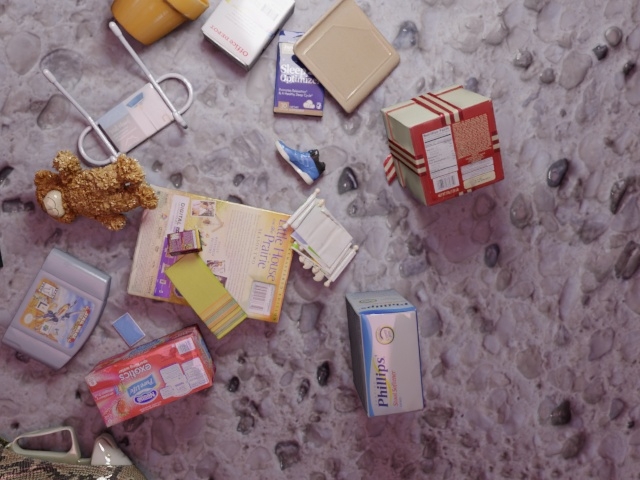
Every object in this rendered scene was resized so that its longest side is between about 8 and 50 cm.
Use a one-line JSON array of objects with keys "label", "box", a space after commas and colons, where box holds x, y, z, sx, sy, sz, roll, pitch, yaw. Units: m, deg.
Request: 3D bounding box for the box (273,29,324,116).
[{"label": "box", "box": [-0.054, -0.455, 1.646, 0.136, 0.036, 0.225, 3, 94, -6]}]

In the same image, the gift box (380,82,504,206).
[{"label": "gift box", "box": [0.307, -0.239, 1.595, 0.255, 0.258, 0.276, -15, 116, -6]}]

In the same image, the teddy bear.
[{"label": "teddy bear", "box": [-0.578, -0.119, 1.537, 0.337, 0.245, 0.113, 4, 52, 1]}]

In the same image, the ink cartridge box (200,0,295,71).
[{"label": "ink cartridge box", "box": [-0.189, -0.580, 1.592, 0.154, 0.093, 0.212, 36, 90, -7]}]

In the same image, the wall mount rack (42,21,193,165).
[{"label": "wall mount rack", "box": [-0.517, -0.361, 1.564, 0.350, 0.130, 0.304, -36, 97, -2]}]

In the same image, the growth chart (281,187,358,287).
[{"label": "growth chart", "box": [0.000, 0.000, 1.662, 0.172, 0.021, 0.237, -43, 112, -13]}]

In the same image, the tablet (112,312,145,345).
[{"label": "tablet", "box": [-0.533, 0.247, 1.681, 0.054, 0.006, 0.083, -36, 97, -1]}]

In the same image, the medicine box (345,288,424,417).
[{"label": "medicine box", "box": [0.163, 0.286, 1.606, 0.149, 0.289, 0.264, -6, 96, -5]}]

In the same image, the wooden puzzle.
[{"label": "wooden puzzle", "box": [0.071, -0.500, 1.628, 0.221, 0.044, 0.239, -47, 110, -8]}]

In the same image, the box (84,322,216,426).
[{"label": "box", "box": [-0.448, 0.358, 1.631, 0.299, 0.142, 0.154, -22, 97, -3]}]

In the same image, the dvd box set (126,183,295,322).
[{"label": "dvd box set", "box": [-0.288, 0.037, 1.657, 0.420, 0.062, 0.308, 11, 94, -6]}]

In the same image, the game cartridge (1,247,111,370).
[{"label": "game cartridge", "box": [-0.703, 0.194, 1.638, 0.198, 0.062, 0.297, 29, 92, -3]}]

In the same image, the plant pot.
[{"label": "plant pot", "box": [-0.419, -0.607, 1.527, 0.188, 0.205, 0.205, -39, 98, 15]}]

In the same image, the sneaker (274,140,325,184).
[{"label": "sneaker", "box": [-0.050, -0.233, 1.653, 0.084, 0.058, 0.152, -42, 102, 5]}]

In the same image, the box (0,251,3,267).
[{"label": "box", "box": [-0.958, -0.004, 1.600, 0.190, 0.045, 0.184, -8, 98, -5]}]

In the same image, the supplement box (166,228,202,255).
[{"label": "supplement box", "box": [-0.356, 0.006, 1.588, 0.083, 0.043, 0.055, -9, 77, -4]}]

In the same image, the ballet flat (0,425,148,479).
[{"label": "ballet flat", "box": [-0.674, 0.601, 1.639, 0.482, 0.164, 0.182, 8, 74, -4]}]

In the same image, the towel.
[{"label": "towel", "box": [-0.307, 0.145, 1.625, 0.102, 0.021, 0.237, -38, 96, -6]}]
